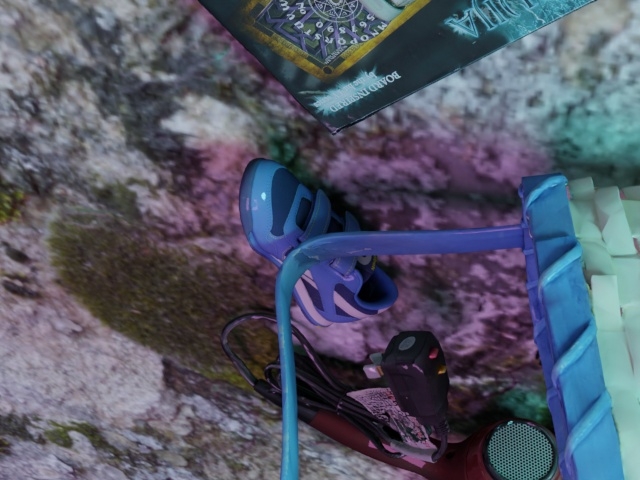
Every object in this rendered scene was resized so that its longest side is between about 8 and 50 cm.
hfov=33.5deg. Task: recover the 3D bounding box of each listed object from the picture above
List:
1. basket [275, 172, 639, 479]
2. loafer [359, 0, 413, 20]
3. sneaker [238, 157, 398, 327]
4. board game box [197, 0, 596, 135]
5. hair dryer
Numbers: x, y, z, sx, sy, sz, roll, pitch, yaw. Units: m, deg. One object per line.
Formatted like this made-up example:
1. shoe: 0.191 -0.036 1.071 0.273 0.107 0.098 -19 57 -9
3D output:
1. basket: 0.117 0.098 0.520 0.289 0.254 0.201 -4 149 7
2. loafer: 0.004 -0.146 0.442 0.039 0.045 0.125 -31 125 27
3. sneaker: 0.000 0.000 0.647 0.059 0.053 0.144 -3 143 31
4. board game box: 0.031 -0.129 0.498 0.186 0.026 0.126 -22 124 42
5. hair dryer: 0.079 0.145 0.781 0.224 0.080 0.293 2 137 53
